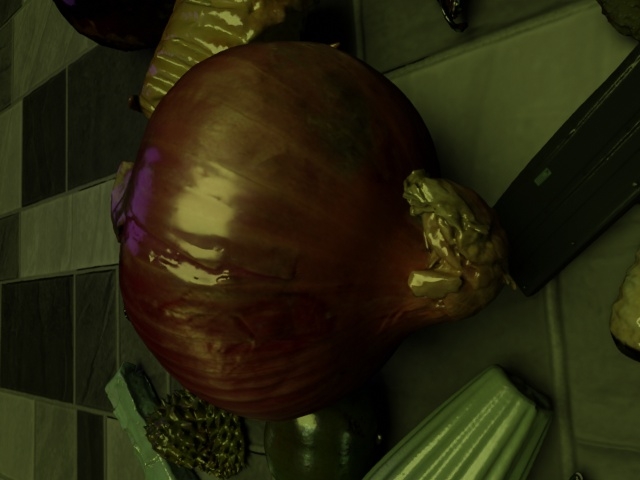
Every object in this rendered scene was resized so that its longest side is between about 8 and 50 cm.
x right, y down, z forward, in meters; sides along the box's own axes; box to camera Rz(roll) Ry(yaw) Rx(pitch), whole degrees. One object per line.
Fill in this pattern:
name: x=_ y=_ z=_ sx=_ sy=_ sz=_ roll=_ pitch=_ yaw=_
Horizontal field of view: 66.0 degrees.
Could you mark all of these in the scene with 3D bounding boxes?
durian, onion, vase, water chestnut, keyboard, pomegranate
durian: x=-0.197 y=0.277 z=0.737 sx=0.186 sy=0.108 sz=0.119 roll=31 pitch=107 yaw=36
onion: x=-0.025 y=-0.019 z=0.469 sx=0.353 sy=0.353 sz=0.354 roll=-3 pitch=85 yaw=39
vase: x=0.123 y=0.233 z=0.475 sx=0.128 sy=0.128 sz=0.248 roll=40 pitch=102 yaw=34
water chestnut: x=-0.353 y=-0.468 z=0.830 sx=0.244 sy=0.289 sz=0.289 roll=-42 pitch=57 yaw=-7
keyboard: x=0.214 y=-0.034 z=0.444 sx=0.381 sy=0.041 sz=0.103 roll=-52 pitch=46 yaw=32
pomegranate: x=-0.011 y=0.209 z=0.590 sx=0.191 sy=0.131 sz=0.152 roll=19 pitch=106 yaw=61

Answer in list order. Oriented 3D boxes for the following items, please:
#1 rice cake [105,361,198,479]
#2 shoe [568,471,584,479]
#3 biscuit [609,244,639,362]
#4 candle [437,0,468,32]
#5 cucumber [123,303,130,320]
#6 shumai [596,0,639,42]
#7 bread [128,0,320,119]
rice cake: x=-0.277 y=0.349 z=0.831 sx=0.066 sy=0.063 sz=0.336 roll=-52 pitch=57 yaw=15
shoe: x=0.228 y=0.251 z=0.420 sx=0.169 sy=0.071 sz=0.099 roll=-28 pitch=68 yaw=38
biscuit: x=0.290 y=-0.007 z=0.392 sx=0.055 sy=0.061 sz=0.219 roll=21 pitch=103 yaw=15
candle: x=0.119 y=-0.364 z=0.552 sx=0.084 sy=0.059 sz=0.302 roll=-23 pitch=71 yaw=49
cucumber: x=-0.214 y=0.125 z=0.791 sx=0.293 sy=0.067 sz=0.068 roll=5 pitch=90 yaw=38
shumai: x=0.285 y=-0.229 z=0.400 sx=0.099 sy=0.124 sz=0.087 roll=-24 pitch=31 yaw=55
bread: x=-0.109 y=-0.230 z=0.614 sx=0.149 sy=0.274 sz=0.274 roll=27 pitch=110 yaw=-9
